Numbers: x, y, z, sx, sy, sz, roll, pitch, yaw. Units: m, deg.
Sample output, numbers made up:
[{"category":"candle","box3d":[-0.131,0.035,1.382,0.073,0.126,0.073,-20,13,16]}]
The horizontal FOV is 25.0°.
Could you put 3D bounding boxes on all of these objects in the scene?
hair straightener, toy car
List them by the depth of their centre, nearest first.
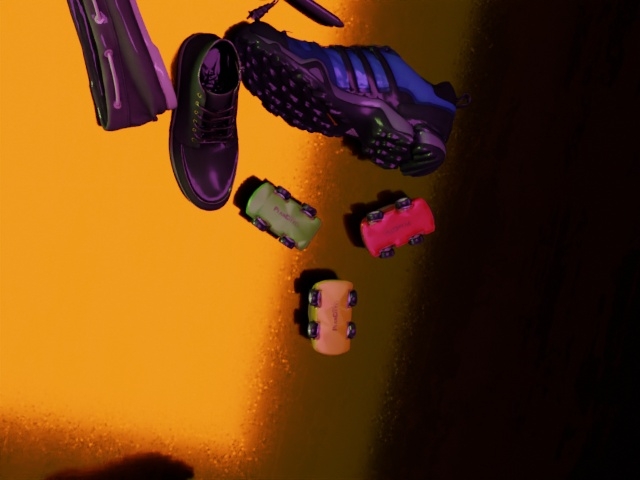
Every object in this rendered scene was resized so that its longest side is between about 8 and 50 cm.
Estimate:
[{"category":"hair straightener","box3d":[-0.070,-0.316,1.788,0.230,0.047,0.089,24,92,-16]},{"category":"toy car","box3d":[0.000,0.000,1.854,0.225,0.053,0.239,35,88,-16]}]

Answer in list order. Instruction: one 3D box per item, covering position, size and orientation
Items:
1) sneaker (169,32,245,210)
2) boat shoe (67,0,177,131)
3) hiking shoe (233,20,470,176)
[{"category":"sneaker","box3d":[-0.137,-0.140,1.762,0.083,0.118,0.222,-5,100,-14]},{"category":"boat shoe","box3d":[-0.273,-0.287,1.709,0.095,0.112,0.335,-27,108,-14]},{"category":"hiking shoe","box3d":[0.033,-0.198,1.821,0.304,0.113,0.132,30,60,-11]}]
